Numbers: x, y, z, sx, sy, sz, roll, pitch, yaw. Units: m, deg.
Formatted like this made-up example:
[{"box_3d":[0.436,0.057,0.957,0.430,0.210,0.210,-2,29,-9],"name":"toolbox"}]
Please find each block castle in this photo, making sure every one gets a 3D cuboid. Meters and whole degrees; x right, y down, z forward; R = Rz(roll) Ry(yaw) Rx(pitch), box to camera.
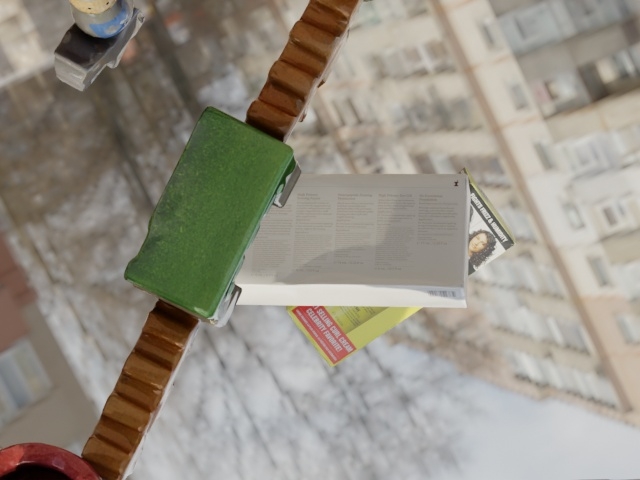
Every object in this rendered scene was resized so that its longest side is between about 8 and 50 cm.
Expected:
[{"box_3d":[-0.158,-0.065,0.895,0.453,0.303,0.213,-63,176,-4],"name":"block castle"}]

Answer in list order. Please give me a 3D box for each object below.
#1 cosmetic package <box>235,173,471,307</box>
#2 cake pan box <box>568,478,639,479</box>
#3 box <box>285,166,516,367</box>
[{"box_3d":[0.000,0.000,1.335,0.239,0.099,0.060,1,162,9],"name":"cosmetic package"},{"box_3d":[0.140,0.255,0.897,0.267,0.246,0.070,-5,161,3],"name":"cake pan box"},{"box_3d":[0.080,0.028,1.698,0.232,0.087,0.058,-34,-164,11],"name":"box"}]
